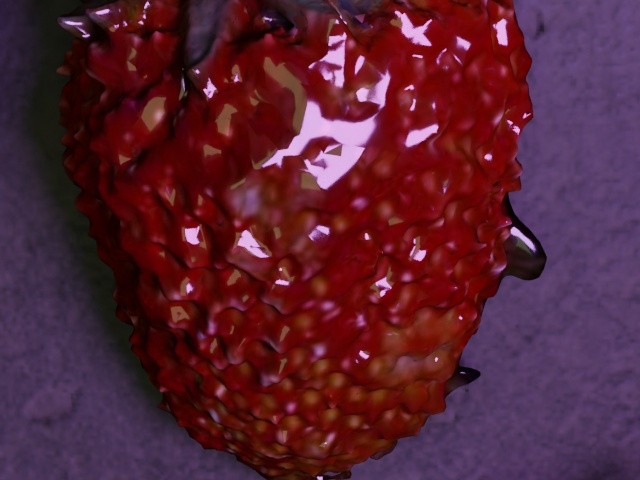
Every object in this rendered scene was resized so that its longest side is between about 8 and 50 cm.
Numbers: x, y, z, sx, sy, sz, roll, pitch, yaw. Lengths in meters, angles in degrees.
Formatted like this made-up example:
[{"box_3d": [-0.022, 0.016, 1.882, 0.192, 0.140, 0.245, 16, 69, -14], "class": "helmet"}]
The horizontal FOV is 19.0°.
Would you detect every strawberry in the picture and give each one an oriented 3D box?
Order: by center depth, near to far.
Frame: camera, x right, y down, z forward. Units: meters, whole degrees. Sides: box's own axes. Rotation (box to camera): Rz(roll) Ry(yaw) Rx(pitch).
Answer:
[{"box_3d": [0.000, 0.000, 0.916, 0.233, 0.138, 0.306, -12, 108, 7], "class": "strawberry"}]
